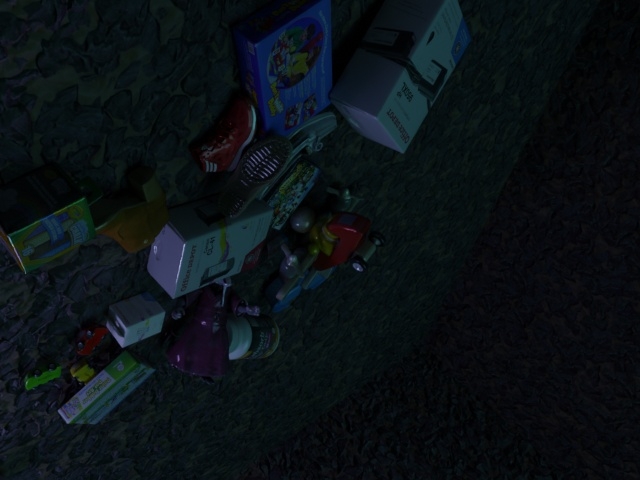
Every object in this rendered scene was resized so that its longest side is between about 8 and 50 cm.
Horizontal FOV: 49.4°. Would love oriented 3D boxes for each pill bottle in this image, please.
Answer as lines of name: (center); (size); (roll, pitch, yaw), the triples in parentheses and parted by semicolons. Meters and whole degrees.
pill bottle: (-0.273, 0.326, 2.377); (0.162, 0.162, 0.278); (-53, 154, 12)

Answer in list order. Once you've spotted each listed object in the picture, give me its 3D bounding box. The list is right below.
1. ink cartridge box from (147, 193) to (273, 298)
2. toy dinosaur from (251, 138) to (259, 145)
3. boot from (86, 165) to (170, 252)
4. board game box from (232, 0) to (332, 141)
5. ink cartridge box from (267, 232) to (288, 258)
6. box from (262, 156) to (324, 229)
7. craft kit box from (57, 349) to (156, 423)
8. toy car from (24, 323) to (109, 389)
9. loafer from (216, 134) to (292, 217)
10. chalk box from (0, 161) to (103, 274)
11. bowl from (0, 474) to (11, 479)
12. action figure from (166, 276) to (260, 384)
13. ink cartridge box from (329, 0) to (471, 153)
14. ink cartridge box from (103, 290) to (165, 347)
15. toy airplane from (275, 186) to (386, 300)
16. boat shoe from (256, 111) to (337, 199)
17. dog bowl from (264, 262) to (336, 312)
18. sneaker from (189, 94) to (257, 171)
ink cartridge box: (-0.299, 0.001, 1.910); (0.306, 0.131, 0.226); (-24, 146, -42)
toy dinosaur: (-0.155, -0.283, 1.855); (0.082, 0.047, 0.090); (-50, -171, -14)
boot: (-0.477, -0.027, 1.626); (0.295, 0.104, 0.211); (-39, 153, -25)
board game box: (-0.079, -0.417, 1.693); (0.233, 0.078, 0.347); (-40, 154, -22)
ink cartridge box: (-0.147, 0.018, 2.283); (0.083, 0.028, 0.048); (-36, 152, -22)
box: (-0.107, -0.145, 2.093); (0.233, 0.044, 0.159); (-52, 154, 11)
craft kit box: (-0.623, 0.440, 2.063); (0.250, 0.061, 0.246); (-42, 171, -11)
toy car: (-0.689, 0.328, 1.865); (0.225, 0.053, 0.239); (-20, 143, -43)
loafer: (-0.167, -0.173, 1.782); (0.268, 0.102, 0.092); (-43, -172, 24)
chalk box: (-0.553, -0.059, 1.430); (0.213, 0.132, 0.132); (-31, 150, -27)
bowl: (-0.973, 0.720, 1.989); (0.142, 0.053, 0.142); (-46, 155, -2)
action figure: (-0.325, 0.238, 2.140); (0.276, 0.248, 0.370); (-150, -105, -83)
ink cartridge box: (0.226, -0.476, 1.911); (0.395, 0.166, 0.285); (-60, 155, 0)
ink cartridge box: (-0.520, 0.220, 1.927); (0.143, 0.092, 0.090); (-21, 145, -40)
toy airplane: (0.000, 0.000, 2.279); (0.384, 0.272, 0.386); (-43, -167, 14)
boat shoe: (-0.076, -0.237, 1.904); (0.320, 0.103, 0.118); (-37, 177, -16)
dog bowl: (-0.076, 0.143, 2.491); (0.297, 0.074, 0.166); (-33, 164, -28)
sneaker: (-0.239, -0.248, 1.696); (0.128, 0.087, 0.221); (-21, 143, -45)
